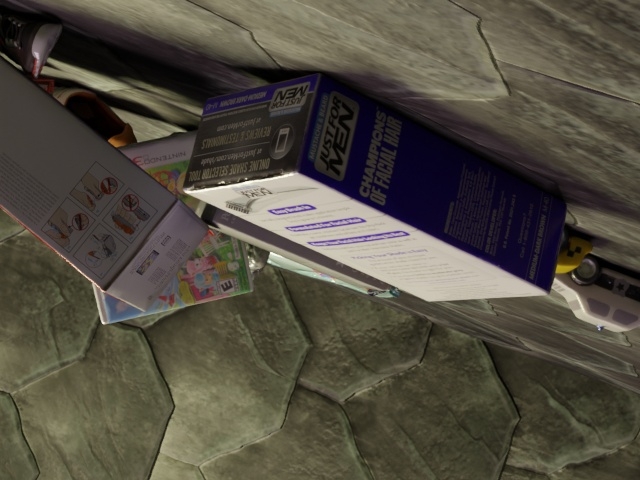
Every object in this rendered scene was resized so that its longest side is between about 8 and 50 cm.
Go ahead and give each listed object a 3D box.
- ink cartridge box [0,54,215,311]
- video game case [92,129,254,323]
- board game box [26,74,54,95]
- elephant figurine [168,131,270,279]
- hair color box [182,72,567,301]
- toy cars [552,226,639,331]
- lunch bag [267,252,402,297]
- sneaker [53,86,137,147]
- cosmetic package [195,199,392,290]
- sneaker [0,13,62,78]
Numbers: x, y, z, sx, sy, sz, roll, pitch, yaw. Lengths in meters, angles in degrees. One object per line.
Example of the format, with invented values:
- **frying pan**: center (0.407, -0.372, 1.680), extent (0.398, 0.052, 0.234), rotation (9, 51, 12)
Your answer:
- **ink cartridge box**: center (-0.285, -0.067, 1.858), extent (0.309, 0.130, 0.272), rotation (38, 177, 10)
- **video game case**: center (-0.195, -0.018, 2.043), extent (0.193, 0.212, 0.023), rotation (-12, -164, -5)
- **board game box**: center (-0.458, -0.189, 1.978), extent (0.145, 0.027, 0.281), rotation (12, -170, 26)
- **elephant figurine**: center (-0.166, -0.059, 2.147), extent (0.239, 0.169, 0.186), rotation (17, 165, -1)
- **hair color box**: center (0.058, -0.043, 1.646), extent (0.339, 0.110, 0.185), rotation (23, 162, -35)
- **toy cars**: center (0.271, 0.044, 1.930), extent (0.394, 0.087, 0.176), rotation (25, 173, -40)
- **lunch bag**: center (0.000, 0.000, 2.361), extent (0.279, 0.108, 0.224), rotation (19, 174, 12)
- **sneaker**: center (-0.348, -0.173, 2.181), extent (0.290, 0.106, 0.123), rotation (27, 142, 21)
- **cosmetic package**: center (-0.018, -0.037, 2.003), extent (0.238, 0.127, 0.107), rotation (21, 175, -20)
- **sneaker**: center (-0.317, -0.210, 1.768), extent (0.065, 0.061, 0.158), rotation (28, 172, -14)
